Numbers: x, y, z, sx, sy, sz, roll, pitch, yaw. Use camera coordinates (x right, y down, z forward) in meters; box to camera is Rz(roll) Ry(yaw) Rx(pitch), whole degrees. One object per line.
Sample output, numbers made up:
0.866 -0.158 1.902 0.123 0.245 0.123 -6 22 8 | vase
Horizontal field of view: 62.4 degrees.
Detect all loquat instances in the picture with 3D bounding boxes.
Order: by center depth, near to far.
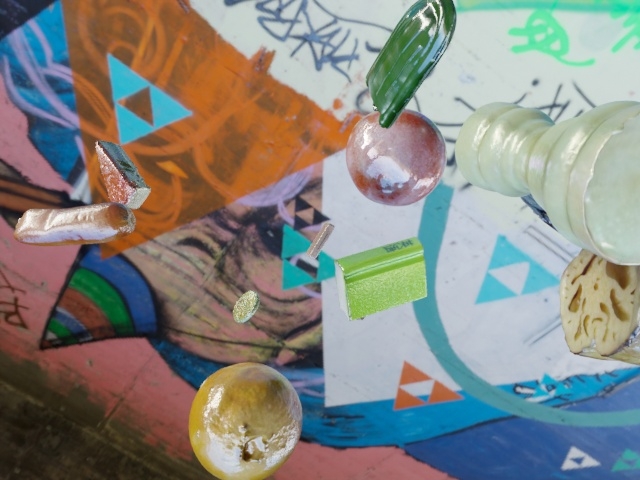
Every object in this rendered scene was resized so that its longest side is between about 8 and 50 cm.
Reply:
-0.208 0.498 1.468 0.329 0.328 0.328 26 -144 -21 | loquat

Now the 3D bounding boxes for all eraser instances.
0.190 0.119 1.663 0.274 0.210 0.092 -14 -149 -7 | eraser

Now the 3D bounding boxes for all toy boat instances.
0.116 -0.244 0.721 0.052 0.210 0.104 -2 -115 -23 | toy boat

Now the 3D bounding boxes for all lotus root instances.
0.646 0.145 1.069 0.250 0.316 0.316 21 -144 -3 | lotus root

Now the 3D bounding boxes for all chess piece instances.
0.416 -0.142 0.938 0.234 0.234 0.442 27 -169 -20 | chess piece

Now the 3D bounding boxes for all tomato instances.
0.197 -0.212 1.396 0.270 0.270 0.227 34 -136 -10 | tomato

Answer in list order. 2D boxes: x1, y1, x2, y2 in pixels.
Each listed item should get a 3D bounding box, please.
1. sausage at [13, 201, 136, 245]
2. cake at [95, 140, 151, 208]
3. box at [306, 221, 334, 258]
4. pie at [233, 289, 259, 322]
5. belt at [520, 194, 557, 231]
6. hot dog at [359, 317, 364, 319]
-0.562 -0.032 1.208 0.083 0.300 0.089 49 -141 -68 | sausage
-0.581 -0.175 1.518 0.220 0.116 0.086 46 -156 22 | cake
0.000 0.000 1.525 0.025 0.115 0.048 32 179 -16 | box
-0.169 0.154 1.210 0.021 0.084 0.084 36 -149 -33 | pie
0.540 -0.107 1.226 0.129 0.122 0.218 32 -161 -12 | belt
0.116 0.244 1.815 0.083 0.058 0.035 41 -103 9 | hot dog
